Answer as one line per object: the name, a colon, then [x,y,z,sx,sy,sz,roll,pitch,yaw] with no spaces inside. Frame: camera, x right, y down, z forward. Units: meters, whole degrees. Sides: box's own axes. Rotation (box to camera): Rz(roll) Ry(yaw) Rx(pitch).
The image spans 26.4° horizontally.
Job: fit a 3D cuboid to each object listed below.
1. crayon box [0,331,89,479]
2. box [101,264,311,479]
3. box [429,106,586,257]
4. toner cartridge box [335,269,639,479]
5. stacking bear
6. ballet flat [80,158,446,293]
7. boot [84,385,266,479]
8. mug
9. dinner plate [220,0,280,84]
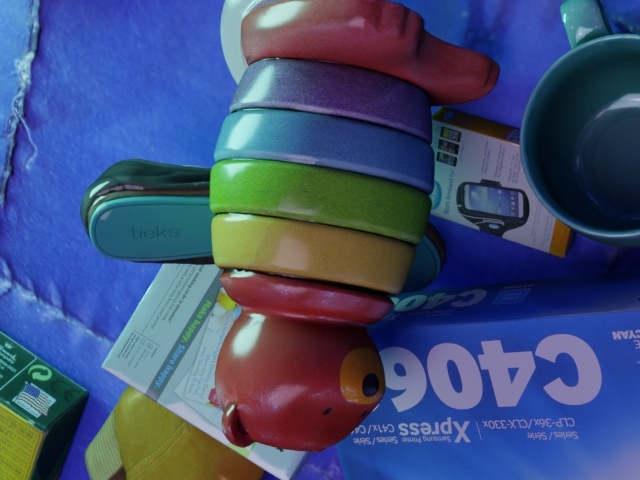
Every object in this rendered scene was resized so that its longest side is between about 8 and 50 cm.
crayon box: [-0.375,0.223,1.413,0.202,0.081,0.318,33,128,9]
box: [-0.066,0.093,1.137,0.186,0.038,0.145,31,87,10]
box: [0.127,-0.046,1.007,0.136,0.028,0.081,21,125,21]
toner cartridge box: [0.169,0.114,0.958,0.348,0.075,0.165,-8,108,32]
stacking bear: [0.000,0.000,0.924,0.164,0.175,0.289,6,83,35]
ballet flat: [-0.042,-0.025,1.056,0.280,0.096,0.095,9,121,-6]
boot: [-0.092,0.239,1.209,0.211,0.104,0.295,-45,68,35]
mug: [0.207,-0.073,0.895,0.129,0.097,0.157,15,88,23]
dinner plate: [-0.017,-0.145,1.038,0.141,0.017,0.141,14,124,21]
